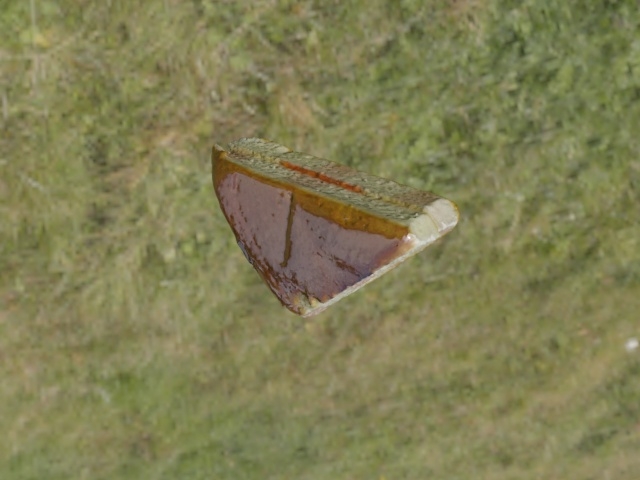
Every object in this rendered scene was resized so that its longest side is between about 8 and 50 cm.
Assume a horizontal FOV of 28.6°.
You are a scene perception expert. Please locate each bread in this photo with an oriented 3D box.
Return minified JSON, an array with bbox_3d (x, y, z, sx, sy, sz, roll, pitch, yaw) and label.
[{"bbox_3d":[0.000,0.000,0.499,0.043,0.109,0.062,-21,126,-47],"label":"bread"}]
